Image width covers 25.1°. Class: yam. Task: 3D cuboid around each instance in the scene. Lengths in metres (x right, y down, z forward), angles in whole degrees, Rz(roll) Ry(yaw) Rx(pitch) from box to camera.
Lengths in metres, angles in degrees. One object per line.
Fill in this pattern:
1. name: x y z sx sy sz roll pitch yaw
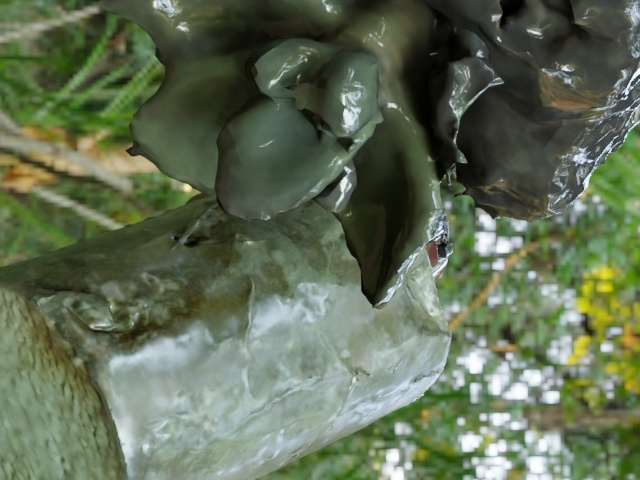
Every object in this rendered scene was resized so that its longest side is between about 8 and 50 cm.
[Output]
1. yam: -0.054 0.054 0.778 0.161 0.268 0.161 28 -52 44

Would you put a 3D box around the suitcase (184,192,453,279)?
1. suitcase: 0.000 0.000 1.521 0.297 0.236 0.161 -28 108 -71

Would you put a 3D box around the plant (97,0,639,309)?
1. plant: 0.058 -0.120 0.687 0.215 0.312 0.213 40 -37 20
